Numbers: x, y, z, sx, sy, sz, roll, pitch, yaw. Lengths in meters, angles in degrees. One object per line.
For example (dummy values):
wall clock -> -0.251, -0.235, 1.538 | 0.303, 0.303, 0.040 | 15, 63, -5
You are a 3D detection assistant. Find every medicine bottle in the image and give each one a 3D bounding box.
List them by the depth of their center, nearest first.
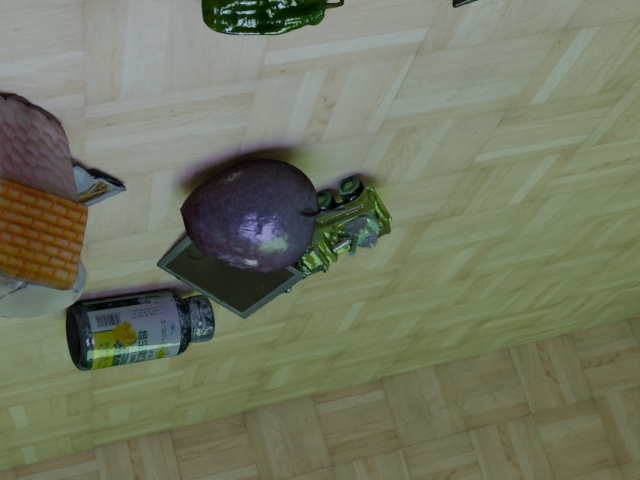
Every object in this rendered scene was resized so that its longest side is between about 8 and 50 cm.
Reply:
medicine bottle -> -0.371, 0.181, 2.284 | 0.293, 0.141, 0.141 | -8, 159, -27

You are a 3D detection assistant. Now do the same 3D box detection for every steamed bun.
steamed bun -> -0.499, 0.061, 1.900 | 0.182, 0.106, 0.183 | -15, 157, -7

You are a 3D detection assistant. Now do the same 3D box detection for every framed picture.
framed picture -> -0.174, 0.054, 2.087 | 0.216, 0.016, 0.273 | 32, 147, -16

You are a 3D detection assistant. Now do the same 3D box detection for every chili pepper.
chili pepper -> -0.044, -0.295, 1.361 | 0.204, 0.073, 0.072 | -10, 146, -22

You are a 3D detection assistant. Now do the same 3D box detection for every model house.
model house -> -0.460, -0.036, 1.459 | 0.237, 0.237, 0.202 | -22, 162, 14

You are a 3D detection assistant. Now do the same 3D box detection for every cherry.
cherry -> -0.103, -0.040, 1.842 | 0.266, 0.184, 0.213 | 3, 148, -9

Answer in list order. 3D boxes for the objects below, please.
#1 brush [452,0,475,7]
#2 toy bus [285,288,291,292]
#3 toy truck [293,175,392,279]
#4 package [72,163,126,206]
brush -> 0.269, -0.361, 1.500 | 0.190, 0.028, 0.034 | -17, -162, 15
toy bus -> -0.090, 0.059, 2.280 | 0.079, 0.077, 0.174 | -9, 159, -22
toy truck -> -0.003, -0.001, 2.048 | 0.259, 0.135, 0.128 | -19, 132, 17
package -> -0.418, -0.069, 1.724 | 0.171, 0.027, 0.173 | -23, 164, 16
